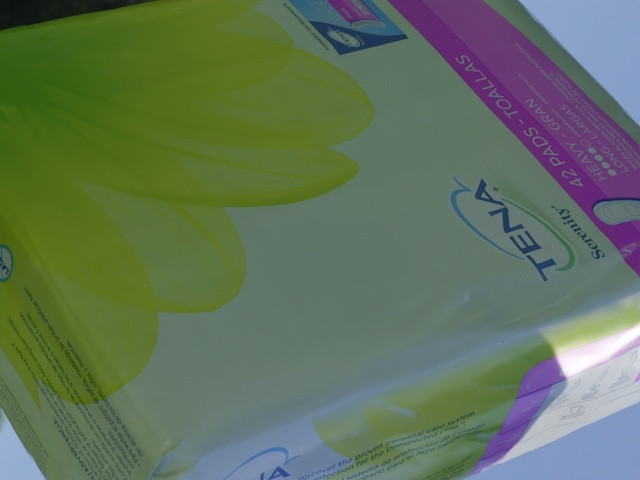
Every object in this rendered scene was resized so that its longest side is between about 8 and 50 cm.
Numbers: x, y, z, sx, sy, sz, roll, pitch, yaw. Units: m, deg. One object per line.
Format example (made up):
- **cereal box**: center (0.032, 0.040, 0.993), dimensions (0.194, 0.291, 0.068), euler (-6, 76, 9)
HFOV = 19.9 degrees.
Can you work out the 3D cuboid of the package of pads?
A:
- **package of pads**: center (0.000, 0.000, 0.730), dimensions (0.296, 0.229, 0.101), euler (-17, 144, -32)
